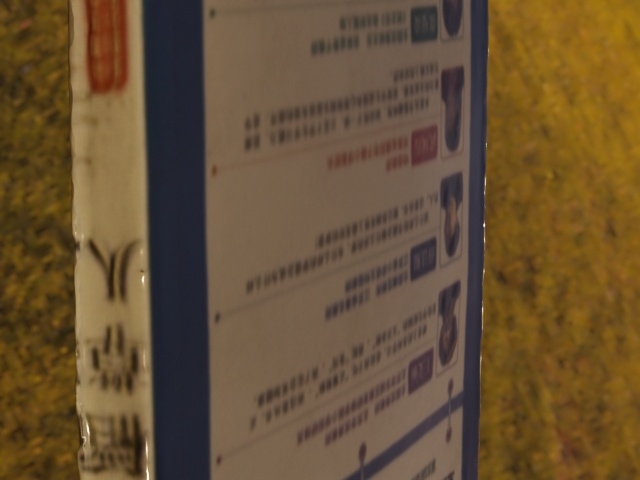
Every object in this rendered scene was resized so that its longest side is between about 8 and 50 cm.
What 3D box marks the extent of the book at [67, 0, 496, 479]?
[{"bbox_3d":[0.000,0.000,0.641,0.300,0.039,0.428,-18,111,-63],"label":"book"}]
